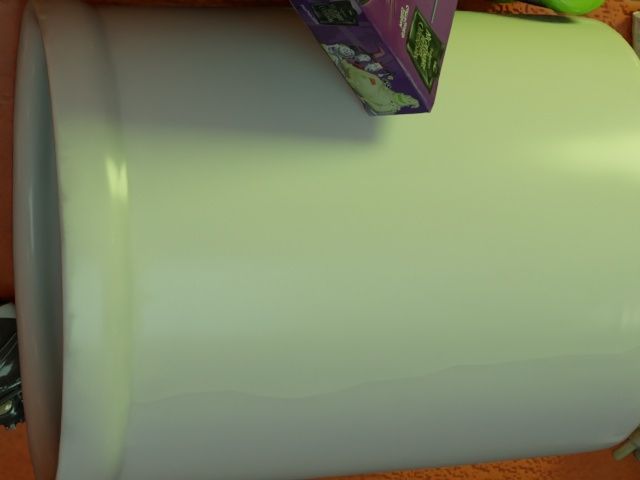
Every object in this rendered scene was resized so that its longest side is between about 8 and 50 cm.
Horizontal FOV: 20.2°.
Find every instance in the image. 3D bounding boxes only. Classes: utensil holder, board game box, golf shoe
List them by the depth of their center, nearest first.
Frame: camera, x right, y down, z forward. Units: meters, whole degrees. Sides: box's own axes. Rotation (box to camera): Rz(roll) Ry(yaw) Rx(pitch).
[{"bbox_3d":[0.043,-0.273,1.052,0.056,0.347,0.208,1,151,24],"label":"board game box"},{"bbox_3d":[0.000,0.000,1.201,0.385,0.327,0.328,-3,113,-15],"label":"utensil holder"},{"bbox_3d":[-0.286,0.116,1.323,0.198,0.077,0.094,-31,105,-6],"label":"golf shoe"}]

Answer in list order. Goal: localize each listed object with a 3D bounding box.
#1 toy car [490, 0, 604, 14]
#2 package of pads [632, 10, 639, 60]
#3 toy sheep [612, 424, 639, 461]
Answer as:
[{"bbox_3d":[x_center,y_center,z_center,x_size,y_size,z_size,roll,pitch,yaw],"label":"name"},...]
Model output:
[{"bbox_3d":[0.130,-0.260,1.218,0.149,0.155,0.188,13,97,-18],"label":"toy car"},{"bbox_3d":[0.261,-0.135,1.357,0.050,0.032,0.083,-10,115,-10],"label":"package of pads"},{"bbox_3d":[0.294,0.162,1.465,0.132,0.091,0.091,34,102,-18],"label":"toy sheep"}]
